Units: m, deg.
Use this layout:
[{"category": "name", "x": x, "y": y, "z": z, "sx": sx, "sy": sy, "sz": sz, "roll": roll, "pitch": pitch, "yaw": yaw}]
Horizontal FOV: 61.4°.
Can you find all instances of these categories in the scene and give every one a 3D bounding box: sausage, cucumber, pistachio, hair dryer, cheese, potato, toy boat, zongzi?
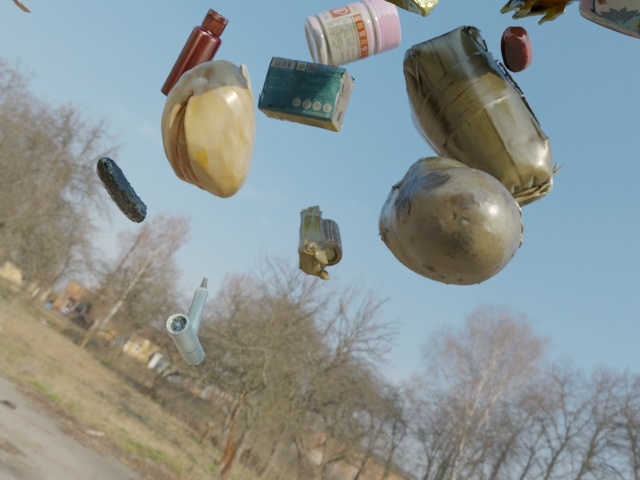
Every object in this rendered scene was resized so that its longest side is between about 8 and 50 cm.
[{"category": "sausage", "x": 0.399, "y": -0.389, "z": 1.096, "sx": 0.059, "sy": 0.054, "sz": 0.094, "roll": -6, "pitch": -52, "yaw": 30}, {"category": "cucumber", "x": -0.595, "y": -0.145, "z": 1.612, "sx": 0.072, "sy": 0.081, "sz": 0.303, "roll": -8, "pitch": -24, "yaw": -1}, {"category": "pistachio", "x": -0.243, "y": -0.249, "z": 1.221, "sx": 0.229, "sy": 0.230, "sz": 0.309, "roll": 21, "pitch": -55, "yaw": 26}, {"category": "hair dryer", "x": -0.243, "y": 0.128, "z": 1.033, "sx": 0.044, "sy": 0.183, "sz": 0.155, "roll": 3, "pitch": -33, "yaw": 1}, {"category": "cheese", "x": -0.523, "y": -0.414, "z": 0.877, "sx": 0.047, "sy": 0.017, "sz": 0.111, "roll": 29, "pitch": -11, "yaw": 36}, {"category": "potato", "x": 0.162, "y": -0.023, "z": 0.708, "sx": 0.165, "sy": 0.165, "sz": 0.262, "roll": 38, "pitch": 7, "yaw": -16}, {"category": "toy boat", "x": 0.000, "y": 0.000, "z": 1.451, "sx": 0.115, "sy": 0.310, "sz": 0.089, "roll": -3, "pitch": -62, "yaw": 2}, {"category": "zongzi", "x": 0.394, "y": -0.200, "z": 1.298, "sx": 0.500, "sy": 0.218, "sz": 0.467, "roll": 64, "pitch": 9, "yaw": 17}]

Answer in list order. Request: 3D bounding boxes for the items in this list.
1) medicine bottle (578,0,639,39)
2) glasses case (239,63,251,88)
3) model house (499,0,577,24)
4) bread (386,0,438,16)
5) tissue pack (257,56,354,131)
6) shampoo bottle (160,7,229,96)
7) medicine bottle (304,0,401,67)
[{"category": "medicine bottle", "x": 0.383, "y": -0.350, "z": 0.628, "sx": 0.119, "sy": 0.094, "sz": 0.188, "roll": 54, "pitch": -14, "yaw": 44}, {"category": "glasses case", "x": -0.203, "y": -0.432, "z": 1.444, "sx": 0.021, "sy": 0.083, "sz": 0.032, "roll": -7, "pitch": -14, "yaw": -34}, {"category": "model house", "x": 0.449, "y": -0.622, "z": 1.065, "sx": 0.242, "sy": 0.358, "sz": 0.312, "roll": 31, "pitch": -27, "yaw": -23}, {"category": "bread", "x": 0.169, "y": -0.743, "z": 1.533, "sx": 0.233, "sy": 0.245, "sz": 0.361, "roll": 33, "pitch": -15, "yaw": -27}, {"category": "tissue pack", "x": -0.045, "y": -0.481, "z": 1.783, "sx": 0.270, "sy": 0.192, "sz": 0.134, "roll": 16, "pitch": -3, "yaw": 16}, {"category": "shampoo bottle", "x": -0.342, "y": -0.507, "z": 1.486, "sx": 0.064, "sy": 0.260, "sz": 0.102, "roll": 41, "pitch": 18, "yaw": 19}, {"category": "medicine bottle", "x": 0.115, "y": -0.758, "z": 1.970, "sx": 0.202, "sy": 0.315, "sz": 0.202, "roll": 161, "pitch": -90, "yaw": -86}]
